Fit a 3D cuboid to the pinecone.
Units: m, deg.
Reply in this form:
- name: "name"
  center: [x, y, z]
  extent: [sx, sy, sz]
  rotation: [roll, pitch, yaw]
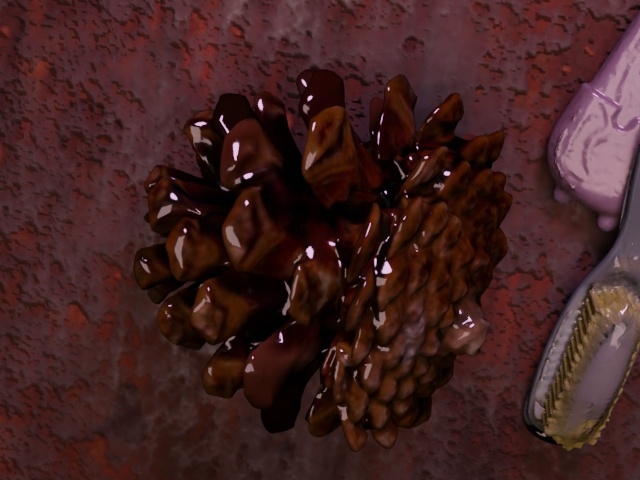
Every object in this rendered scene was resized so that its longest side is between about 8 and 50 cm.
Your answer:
- name: "pinecone"
  center: [-0.007, 0.006, 0.838]
  extent: [0.264, 0.264, 0.264]
  rotation: [1, 104, 2]

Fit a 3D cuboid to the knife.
- name: "knife"
  center: [0.279, -0.189, 0.873]
  extent: [0.132, 0.038, 0.398]
  rotation: [32, 106, 4]

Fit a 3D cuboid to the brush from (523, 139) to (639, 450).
- name: "brush"
  center: [0.217, 0.040, 0.902]
  extent: [0.068, 0.060, 0.297]
  rotation: [14, 114, -4]
